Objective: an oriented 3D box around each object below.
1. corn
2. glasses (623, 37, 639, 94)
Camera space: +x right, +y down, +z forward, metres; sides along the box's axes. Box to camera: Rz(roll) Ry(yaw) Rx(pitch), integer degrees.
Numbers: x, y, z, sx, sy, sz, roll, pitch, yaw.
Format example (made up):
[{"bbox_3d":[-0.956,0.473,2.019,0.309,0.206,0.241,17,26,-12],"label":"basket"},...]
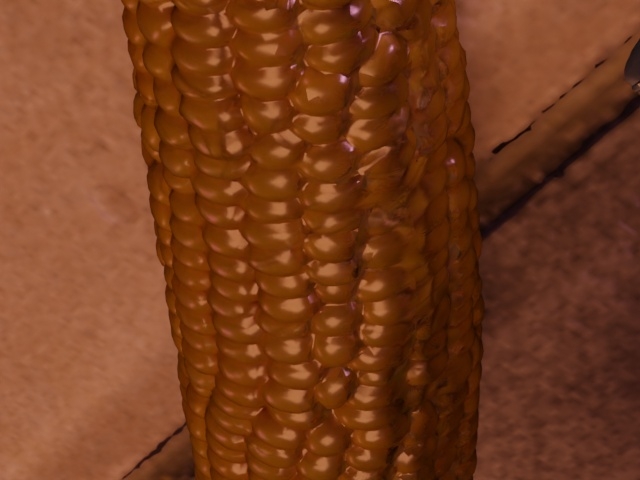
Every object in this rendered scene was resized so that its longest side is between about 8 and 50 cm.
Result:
[{"bbox_3d":[0.000,0.000,0.438,0.101,0.101,0.310,2,128,9],"label":"corn"},{"bbox_3d":[0.068,-0.135,0.255,0.189,0.088,0.220,23,108,-10],"label":"glasses"}]
